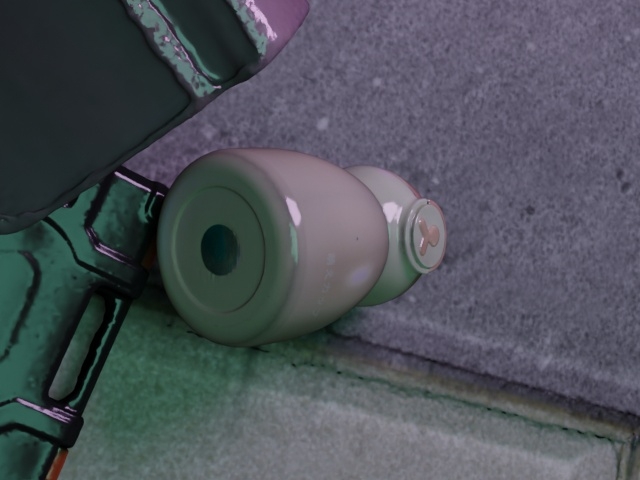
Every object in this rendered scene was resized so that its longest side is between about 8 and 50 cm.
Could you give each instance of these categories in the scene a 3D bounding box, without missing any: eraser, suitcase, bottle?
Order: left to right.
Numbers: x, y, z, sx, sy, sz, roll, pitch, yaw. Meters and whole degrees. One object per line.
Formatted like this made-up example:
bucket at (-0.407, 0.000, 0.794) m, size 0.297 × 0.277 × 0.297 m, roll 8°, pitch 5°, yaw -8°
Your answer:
eraser at (-0.218, -0.206, 0.874) m, size 0.272 × 0.122 × 0.359 m, roll -31°, pitch 106°, yaw 20°
suitcase at (-0.249, 0.050, 1.029) m, size 0.206 × 0.066 × 0.286 m, roll 28°, pitch 77°, yaw -23°
bottle at (0.000, 0.000, 1.087) m, size 0.236 × 0.147 × 0.148 m, roll -5°, pitch 91°, yaw -50°
